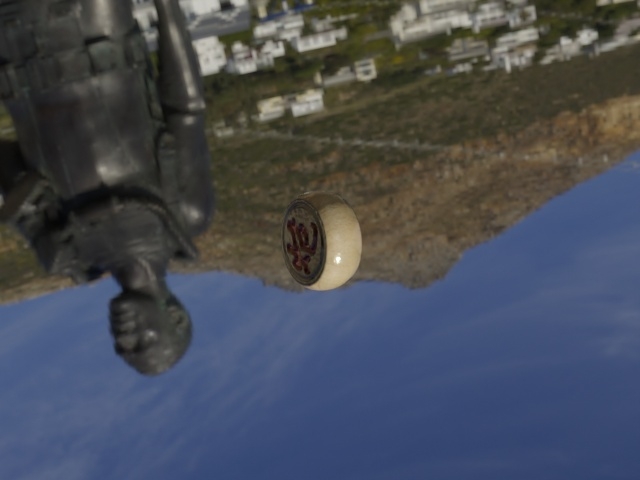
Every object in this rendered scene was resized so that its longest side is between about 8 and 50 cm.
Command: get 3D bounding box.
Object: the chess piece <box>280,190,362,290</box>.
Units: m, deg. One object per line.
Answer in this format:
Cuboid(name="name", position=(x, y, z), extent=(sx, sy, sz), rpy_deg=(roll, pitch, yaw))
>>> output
Cuboid(name="chess piece", position=(0.000, 0.000, 0.829), extent=(0.038, 0.083, 0.084), rpy_deg=(-8, -165, -30))
